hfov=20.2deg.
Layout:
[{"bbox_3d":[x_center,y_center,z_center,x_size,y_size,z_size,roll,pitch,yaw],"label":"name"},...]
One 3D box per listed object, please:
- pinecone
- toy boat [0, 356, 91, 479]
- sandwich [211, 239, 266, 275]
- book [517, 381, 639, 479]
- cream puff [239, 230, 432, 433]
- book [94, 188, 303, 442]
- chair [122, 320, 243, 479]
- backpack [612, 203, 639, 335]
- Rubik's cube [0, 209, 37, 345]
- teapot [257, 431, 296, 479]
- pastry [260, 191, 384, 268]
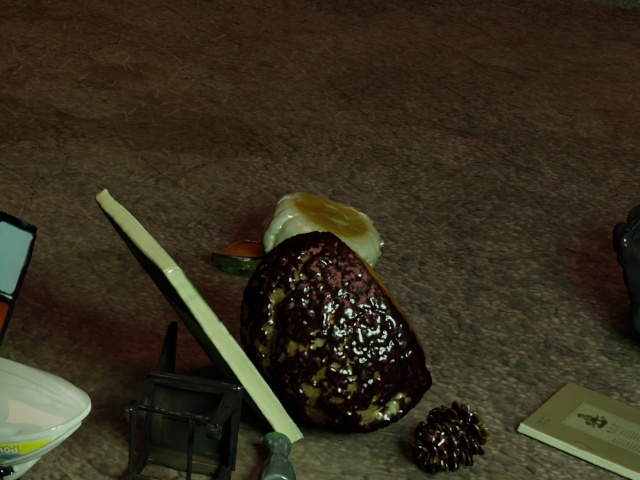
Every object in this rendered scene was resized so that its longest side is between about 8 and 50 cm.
[{"bbox_3d":[0.139,0.216,1.929,0.077,0.077,0.083,24,53,32],"label":"pinecone"},{"bbox_3d":[-0.356,0.180,1.772,0.270,0.140,0.141,15,25,17],"label":"toy boat"},{"bbox_3d":[-0.089,0.022,2.341,0.069,0.026,0.101,16,22,28],"label":"sandwich"},{"bbox_3d":[0.341,0.224,2.037,0.199,0.016,0.138,21,28,27],"label":"book"},{"bbox_3d":[0.008,0.108,1.958,0.165,0.239,0.239,-34,36,-8],"label":"cream puff"},{"bbox_3d":[-0.133,0.084,1.929,0.026,0.289,0.201,-39,39,-9],"label":"book"},{"bbox_3d":[-0.135,0.177,1.880,0.113,0.106,0.229,11,25,7],"label":"chair"},{"bbox_3d":[0.577,0.056,2.215,0.446,0.254,0.363,12,18,16],"label":"backpack"},{"bbox_3d":[-0.438,0.030,1.953,0.167,0.180,0.183,16,-9,22],"label":"Rubik's cube"},{"bbox_3d":[-0.045,0.235,1.863,0.043,0.042,0.110,6,22,-4],"label":"teapot"},{"bbox_3d":[0.000,0.000,2.315,0.166,0.088,0.166,22,26,-11],"label":"pastry"}]
